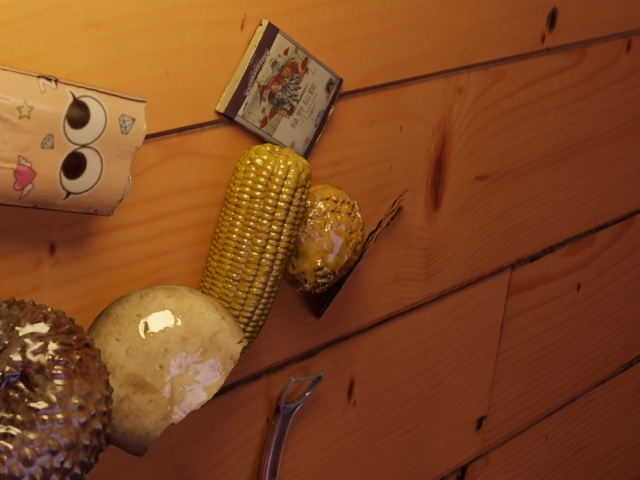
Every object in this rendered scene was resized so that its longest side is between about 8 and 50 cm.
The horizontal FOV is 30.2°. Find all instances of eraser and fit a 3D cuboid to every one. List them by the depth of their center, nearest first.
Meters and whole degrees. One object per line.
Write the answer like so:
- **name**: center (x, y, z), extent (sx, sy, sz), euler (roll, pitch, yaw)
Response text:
- **eraser**: center (-0.358, -0.126, 1.487), extent (0.291, 0.087, 0.171), euler (7, 103, -52)

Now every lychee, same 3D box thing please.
- **lychee**: center (-0.406, 0.217, 1.480), extent (0.300, 0.300, 0.300), euler (-27, 129, -40)

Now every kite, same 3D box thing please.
- **kite**: center (0.075, 0.020, 2.112), extent (0.285, 0.015, 0.152), euler (-52, 174, -22)

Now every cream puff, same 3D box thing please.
- **cream puff**: center (0.000, 0.000, 1.959), extent (0.189, 0.129, 0.189), euler (-23, 123, -41)

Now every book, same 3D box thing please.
- **book**: center (-0.055, -0.226, 1.850), extent (0.231, 0.026, 0.157), euler (29, 86, -53)

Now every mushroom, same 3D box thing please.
- **mushroom**: center (-0.252, 0.166, 1.727), extent (0.253, 0.195, 0.189), euler (-45, 106, -16)

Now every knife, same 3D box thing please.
- **knife**: center (-0.068, 0.362, 2.137), extent (0.123, 0.053, 0.277), euler (2, 109, -55)

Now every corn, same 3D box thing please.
- **corn**: center (-0.110, 0.022, 1.839), extent (0.131, 0.131, 0.344), euler (2, 109, -51)
